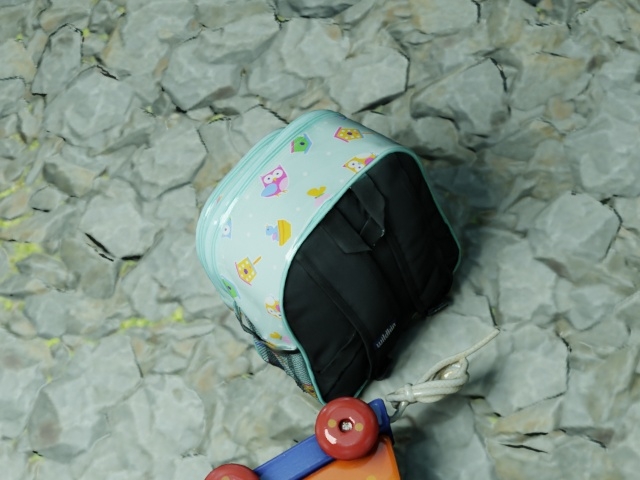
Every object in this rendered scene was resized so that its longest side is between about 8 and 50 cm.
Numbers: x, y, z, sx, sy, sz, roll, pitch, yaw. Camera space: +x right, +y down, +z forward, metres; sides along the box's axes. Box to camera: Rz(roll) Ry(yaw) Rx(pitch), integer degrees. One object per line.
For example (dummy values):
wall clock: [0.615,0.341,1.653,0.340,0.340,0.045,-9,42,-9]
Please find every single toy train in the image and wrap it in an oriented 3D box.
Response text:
toy train: [0.049,0.176,1.115,0.248,0.105,0.143,-29,70,-5]

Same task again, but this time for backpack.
backpack: [0.000,0.000,1.164,0.144,0.188,0.166,37,75,26]
